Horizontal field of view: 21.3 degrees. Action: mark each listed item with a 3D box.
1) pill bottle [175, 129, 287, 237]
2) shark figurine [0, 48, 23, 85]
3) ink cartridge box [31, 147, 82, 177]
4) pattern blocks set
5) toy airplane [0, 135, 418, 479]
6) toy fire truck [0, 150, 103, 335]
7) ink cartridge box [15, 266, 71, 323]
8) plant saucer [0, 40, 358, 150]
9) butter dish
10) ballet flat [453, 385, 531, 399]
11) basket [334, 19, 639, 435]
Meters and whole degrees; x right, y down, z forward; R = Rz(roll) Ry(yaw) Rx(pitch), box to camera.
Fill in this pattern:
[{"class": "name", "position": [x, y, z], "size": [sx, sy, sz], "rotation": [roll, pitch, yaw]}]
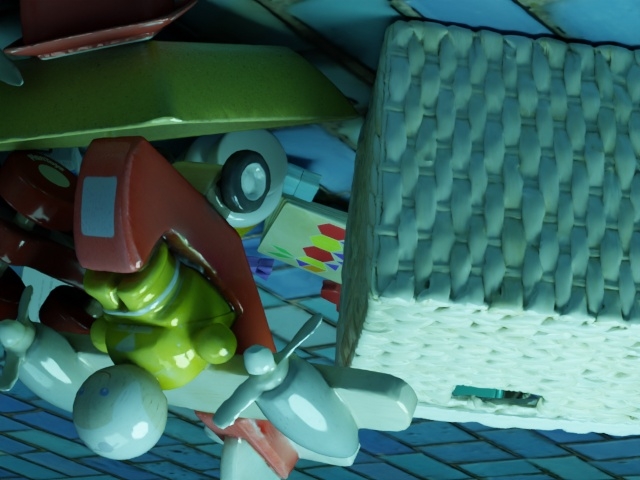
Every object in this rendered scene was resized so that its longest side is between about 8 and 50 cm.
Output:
[{"class": "pill bottle", "position": [-0.117, -0.055, 1.920], "size": [0.117, 0.117, 0.215], "rotation": [15, 157, -21]}, {"class": "shark figurine", "position": [-0.404, -0.111, 1.546], "size": [0.278, 0.116, 0.166], "rotation": [-13, 159, -7]}, {"class": "ink cartridge box", "position": [-0.325, -0.098, 1.987], "size": [0.083, 0.028, 0.048], "rotation": [5, 157, 5]}, {"class": "pattern blocks set", "position": [0.000, 0.000, 2.092], "size": [0.285, 0.026, 0.325], "rotation": [25, 156, -14]}, {"class": "toy airplane", "position": [-0.129, 0.127, 1.618], "size": [0.384, 0.272, 0.386], "rotation": [40, 138, 6]}, {"class": "toy fire truck", "position": [-0.291, -0.020, 1.870], "size": [0.302, 0.254, 0.169], "rotation": [24, 111, -31]}, {"class": "ink cartridge box", "position": [-0.263, 0.081, 2.226], "size": [0.232, 0.168, 0.171], "rotation": [3, 158, 7]}, {"class": "plant saucer", "position": [-0.183, -0.138, 1.643], "size": [0.332, 0.081, 0.333], "rotation": [-3, -177, 31]}, {"class": "butter dish", "position": [-0.203, -0.233, 1.514], "size": [0.160, 0.118, 0.160], "rotation": [-11, -166, 8]}, {"class": "ballet flat", "position": [0.273, 0.134, 2.202], "size": [0.182, 0.164, 0.483], "rotation": [-6, 169, -29]}, {"class": "basket", "position": [0.194, -0.013, 1.683], "size": [0.328, 0.331, 0.266], "rotation": [6, 153, -2]}]
